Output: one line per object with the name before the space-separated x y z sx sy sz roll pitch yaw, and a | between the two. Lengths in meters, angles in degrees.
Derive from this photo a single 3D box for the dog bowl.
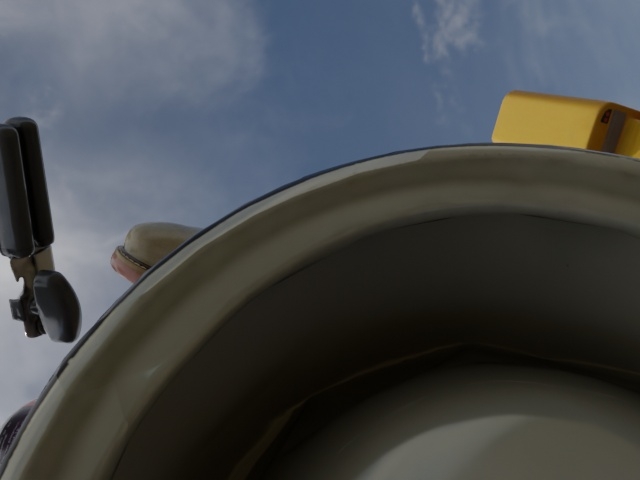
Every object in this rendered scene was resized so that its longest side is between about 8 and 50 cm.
dog bowl | 0.086 0.158 0.323 0.408 0.408 0.150 -50 -23 -31

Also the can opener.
can opener | -0.343 -0.007 1.045 0.076 0.095 0.283 -45 -42 -62

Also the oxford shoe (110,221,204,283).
oxford shoe | 0.000 0.000 0.821 0.397 0.140 0.146 5 -75 -28

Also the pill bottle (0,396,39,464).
pill bottle | -0.270 0.264 1.002 0.181 0.323 0.181 18 -115 -44

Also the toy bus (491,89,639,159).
toy bus | 0.406 -0.158 1.293 0.130 0.332 0.108 14 -82 -21
